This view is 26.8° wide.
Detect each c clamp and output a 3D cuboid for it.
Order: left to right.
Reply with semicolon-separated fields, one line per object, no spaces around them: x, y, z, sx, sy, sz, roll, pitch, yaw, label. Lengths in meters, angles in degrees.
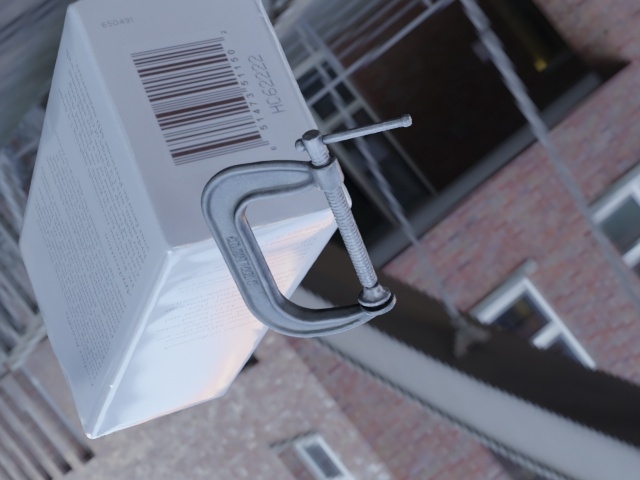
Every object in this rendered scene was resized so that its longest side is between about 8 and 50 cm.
0.000;0.000;0.803;0.137;0.161;0.022;-4;-140;14;c clamp

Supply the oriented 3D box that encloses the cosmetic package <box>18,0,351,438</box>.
-0.145;-0.010;1.210;0.161;0.230;0.453;-15;161;-24;cosmetic package
